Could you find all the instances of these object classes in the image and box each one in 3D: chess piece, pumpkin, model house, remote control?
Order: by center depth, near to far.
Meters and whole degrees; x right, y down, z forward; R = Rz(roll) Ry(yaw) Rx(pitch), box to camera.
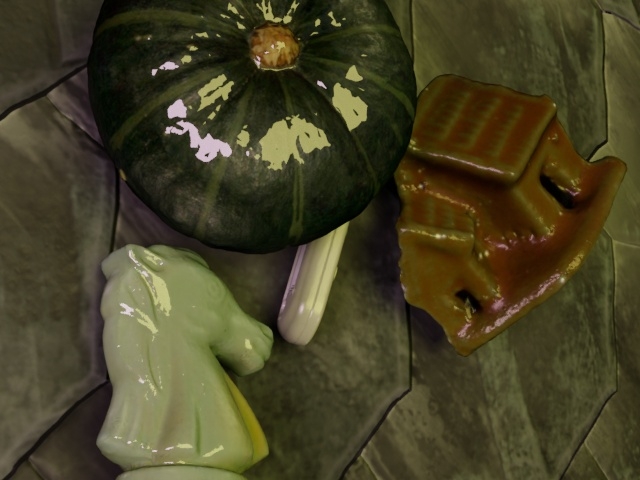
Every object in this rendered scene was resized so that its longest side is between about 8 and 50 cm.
[{"bbox_3d":[-0.119,0.148,0.766,0.175,0.175,0.298,13,62,-31],"label":"chess piece"},{"bbox_3d":[-0.064,-0.137,0.795,0.300,0.207,0.300,3,78,-13],"label":"pumpkin"},{"bbox_3d":[0.000,0.000,0.894,0.042,0.078,0.221,18,71,-9],"label":"remote control"},{"bbox_3d":[0.171,-0.046,0.955,0.239,0.173,0.268,45,59,-20],"label":"model house"}]
